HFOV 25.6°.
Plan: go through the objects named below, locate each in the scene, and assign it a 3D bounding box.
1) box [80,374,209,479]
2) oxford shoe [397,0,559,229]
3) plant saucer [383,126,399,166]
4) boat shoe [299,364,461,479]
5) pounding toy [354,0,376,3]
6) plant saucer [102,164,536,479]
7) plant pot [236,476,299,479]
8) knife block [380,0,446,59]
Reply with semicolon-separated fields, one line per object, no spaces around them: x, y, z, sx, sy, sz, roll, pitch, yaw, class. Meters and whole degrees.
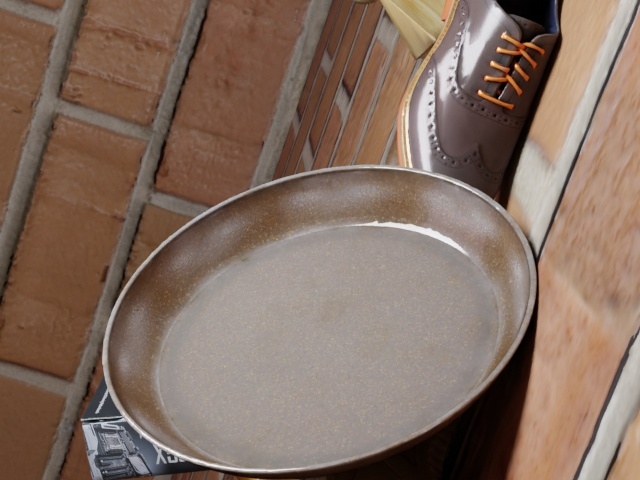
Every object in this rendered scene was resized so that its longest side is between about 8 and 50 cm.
-0.120;0.165;1.598;0.307;0.242;0.076;-81;-17;-73;box
0.130;-0.132;1.115;0.098;0.097;0.271;146;140;-65;oxford shoe
0.095;-0.072;1.451;0.198;0.036;0.198;-163;90;-82;plant saucer
0.032;0.177;1.018;0.342;0.123;0.123;-93;22;-53;boat shoe
0.127;-0.373;1.593;0.237;0.110;0.183;-39;-35;-13;pounding toy
0.001;0.059;1.001;0.310;0.311;0.050;-80;-21;-48;plant saucer
-0.057;0.136;1.334;0.205;0.188;0.205;-62;-1;-2;plant pot
0.081;-0.305;1.339;0.088;0.242;0.276;-31;1;-9;knife block
